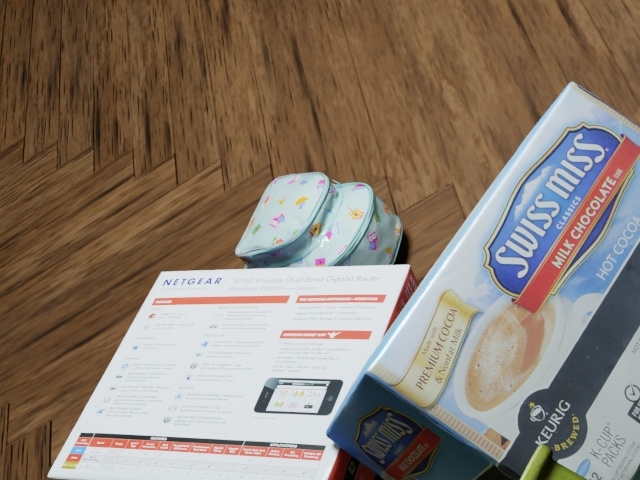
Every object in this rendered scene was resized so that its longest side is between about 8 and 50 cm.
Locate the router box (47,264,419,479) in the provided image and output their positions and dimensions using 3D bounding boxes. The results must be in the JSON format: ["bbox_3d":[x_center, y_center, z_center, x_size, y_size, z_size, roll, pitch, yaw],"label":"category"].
[{"bbox_3d":[-0.080,0.163,1.342,0.335,0.082,0.301,-2,44,30],"label":"router box"}]

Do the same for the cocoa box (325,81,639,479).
[{"bbox_3d":[0.200,0.082,1.137,0.347,0.228,0.231,-52,-6,-23],"label":"cocoa box"}]

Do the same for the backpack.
[{"bbox_3d":[0.000,0.000,1.565,0.188,0.144,0.166,-2,48,37],"label":"backpack"}]

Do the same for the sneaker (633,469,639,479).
[{"bbox_3d":[0.417,0.176,0.997,0.365,0.150,0.135,-26,44,8],"label":"sneaker"}]

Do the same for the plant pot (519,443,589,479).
[{"bbox_3d":[0.228,0.372,0.805,0.352,0.366,0.367,24,68,14],"label":"plant pot"}]
